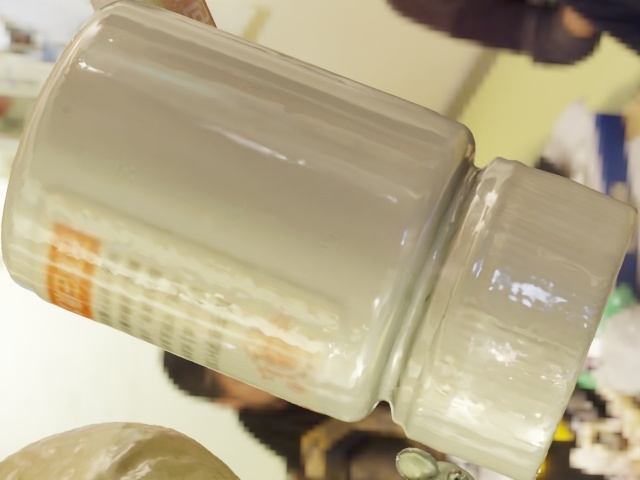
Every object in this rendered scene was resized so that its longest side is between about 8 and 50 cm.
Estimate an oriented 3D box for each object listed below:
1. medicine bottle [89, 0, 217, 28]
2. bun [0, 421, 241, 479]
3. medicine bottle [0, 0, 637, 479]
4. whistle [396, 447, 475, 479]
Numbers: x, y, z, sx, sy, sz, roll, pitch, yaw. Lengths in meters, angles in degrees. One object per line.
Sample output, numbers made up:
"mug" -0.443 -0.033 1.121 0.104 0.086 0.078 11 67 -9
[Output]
"medicine bottle" -0.139 -0.189 1.543 0.108 0.108 0.426 -126 12 -72
"bun" -0.182 0.312 1.407 0.213 0.361 0.361 54 -150 -58
"medicine bottle" 0.000 0.000 1.173 0.211 0.371 0.211 22 -90 -83
"whistle" 0.086 0.276 1.678 0.077 0.114 0.236 -52 -6 -45
